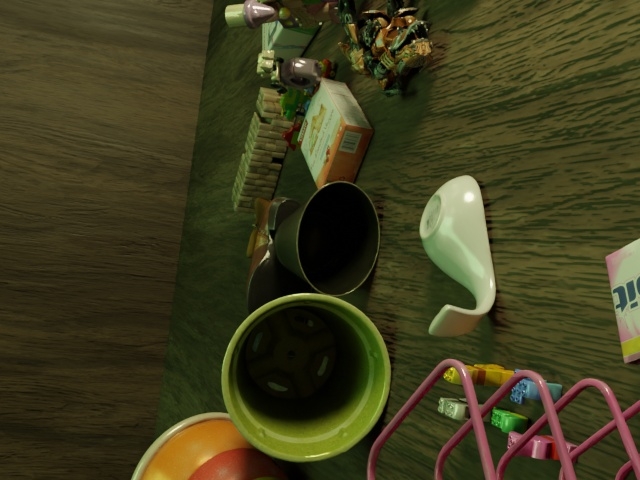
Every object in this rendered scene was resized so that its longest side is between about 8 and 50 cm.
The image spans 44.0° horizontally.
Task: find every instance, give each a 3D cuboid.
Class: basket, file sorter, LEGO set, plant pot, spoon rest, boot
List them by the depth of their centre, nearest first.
[{"bbox_3d":[0.206,0.225,0.647,0.202,0.290,0.182,119,154,-44],"label":"file sorter"},{"bbox_3d":[0.201,0.190,0.950,0.227,0.093,0.087,-176,94,-70],"label":"LEGO set"},{"bbox_3d":[0.190,0.022,1.098,0.276,0.084,0.137,-84,17,-46],"label":"spoon rest"},{"bbox_3d":[-0.039,0.218,1.399,0.254,0.276,0.276,-168,86,-82],"label":"plant pot"},{"bbox_3d":[0.000,0.000,1.497,0.227,0.154,0.204,175,103,-73],"label":"basket"},{"bbox_3d":[-0.134,0.030,1.736,0.280,0.096,0.264,-175,93,-71],"label":"boot"}]

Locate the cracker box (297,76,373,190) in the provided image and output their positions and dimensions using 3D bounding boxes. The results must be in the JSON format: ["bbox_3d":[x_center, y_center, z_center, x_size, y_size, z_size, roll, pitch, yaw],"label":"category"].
[{"bbox_3d":[0.025,-0.215,1.622,0.232,0.067,0.156,-111,35,-54],"label":"cracker box"}]

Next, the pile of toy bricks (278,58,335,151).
[{"bbox_3d":[-0.048,-0.317,1.802,0.118,0.105,0.212,-122,45,-61],"label":"pile of toy bricks"}]

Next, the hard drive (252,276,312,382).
[{"bbox_3d":[-0.088,0.124,1.800,0.237,0.064,0.339,-147,66,-68],"label":"hard drive"}]

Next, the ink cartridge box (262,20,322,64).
[{"bbox_3d":[-0.074,-0.553,1.986,0.212,0.093,0.154,136,137,-62],"label":"ink cartridge box"}]

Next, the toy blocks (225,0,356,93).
[{"bbox_3d":[-0.004,-0.487,1.547,0.288,0.260,0.309,31,-118,-64],"label":"toy blocks"}]

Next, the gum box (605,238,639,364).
[{"bbox_3d":[0.339,0.033,0.681,0.188,0.062,0.107,134,140,-58],"label":"gum box"}]

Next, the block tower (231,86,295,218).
[{"bbox_3d":[-0.150,-0.219,2.059,0.091,0.097,0.336,-116,38,-58],"label":"block tower"}]

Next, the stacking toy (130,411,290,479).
[{"bbox_3d":[-0.127,0.556,1.521,0.480,0.350,0.351,10,91,51],"label":"stacking toy"}]

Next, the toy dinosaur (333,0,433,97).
[{"bbox_3d":[0.093,-0.361,1.399,0.322,0.164,0.219,6,104,49],"label":"toy dinosaur"}]
